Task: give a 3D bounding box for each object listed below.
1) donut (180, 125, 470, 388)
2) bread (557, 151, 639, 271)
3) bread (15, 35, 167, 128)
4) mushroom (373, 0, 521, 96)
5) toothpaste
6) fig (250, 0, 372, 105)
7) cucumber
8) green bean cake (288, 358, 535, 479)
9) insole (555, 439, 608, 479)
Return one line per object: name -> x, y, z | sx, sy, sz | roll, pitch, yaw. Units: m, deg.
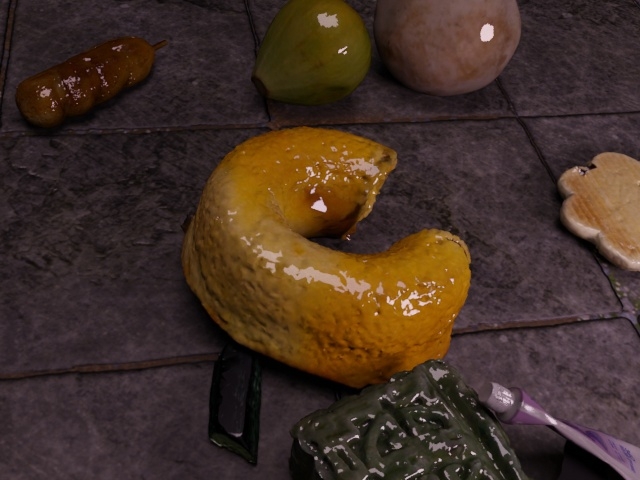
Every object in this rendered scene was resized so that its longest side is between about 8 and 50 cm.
donut -> 0.000, 0.000, 1.053 | 0.378, 0.163, 0.435 | -10, 51, -27
bread -> 0.571, -0.048, 1.283 | 0.316, 0.054, 0.315 | 4, 47, -4
bread -> -0.419, -0.318, 1.364 | 0.124, 0.084, 0.344 | 33, 51, 20
mushroom -> 0.258, -0.444, 1.468 | 0.298, 0.297, 0.290 | 22, 22, 12
toothpaste -> 0.321, 0.248, 0.916 | 0.301, 0.048, 0.075 | 29, 16, -19
fig -> -0.012, -0.351, 1.387 | 0.207, 0.230, 0.207 | 31, 12, -7
cucumber -> -0.114, 0.191, 0.978 | 0.071, 0.046, 0.220 | 0, 46, 1
green bean cake -> 0.116, 0.285, 0.871 | 0.255, 0.132, 0.241 | -17, 50, -23
insole -> 0.318, 0.302, 0.890 | 0.080, 0.003, 0.232 | 50, 28, 12
